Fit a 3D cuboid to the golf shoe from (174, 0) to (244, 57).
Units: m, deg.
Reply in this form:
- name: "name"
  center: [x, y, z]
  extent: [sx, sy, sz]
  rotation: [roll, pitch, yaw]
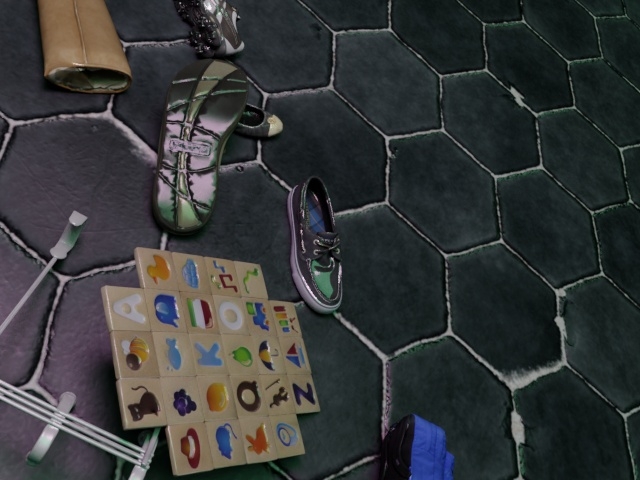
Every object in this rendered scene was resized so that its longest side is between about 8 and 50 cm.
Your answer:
- name: "golf shoe"
  center: [-0.197, -0.409, 1.289]
  extent: [0.094, 0.077, 0.198]
  rotation: [-7, 73, -43]

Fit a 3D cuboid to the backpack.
- name: "backpack"
  center: [0.136, 0.319, 1.037]
  extent: [0.101, 0.098, 0.120]
  rotation: [29, 41, -19]

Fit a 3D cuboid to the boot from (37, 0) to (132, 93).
- name: "boot"
  center: [-0.427, -0.363, 1.121]
  extent: [0.236, 0.089, 0.269]
  rotation: [-4, 67, -30]

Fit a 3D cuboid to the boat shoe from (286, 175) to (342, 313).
- name: "boat shoe"
  center: [0.000, 0.000, 1.153]
  extent: [0.080, 0.076, 0.228]
  rotation: [6, 61, -26]

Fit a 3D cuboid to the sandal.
- name: "sandal"
  center: [-0.198, -0.150, 1.133]
  extent: [0.120, 0.086, 0.302]
  rotation: [17, 73, -9]

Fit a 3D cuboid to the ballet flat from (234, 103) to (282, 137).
- name: "ballet flat"
  center: [-0.142, -0.217, 1.216]
  extent: [0.173, 0.049, 0.057]
  rotation: [18, 55, -19]

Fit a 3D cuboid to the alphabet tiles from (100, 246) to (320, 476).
- name: "alphabet tiles"
  center: [-0.129, 0.151, 0.954]
  extent: [0.343, 0.011, 0.285]
  rotation: [11, 57, -51]

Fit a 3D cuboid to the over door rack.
- name: "over door rack"
  center: [-0.284, 0.145, 0.910]
  extent: [0.240, 0.108, 0.324]
  rotation: [31, 39, -12]
